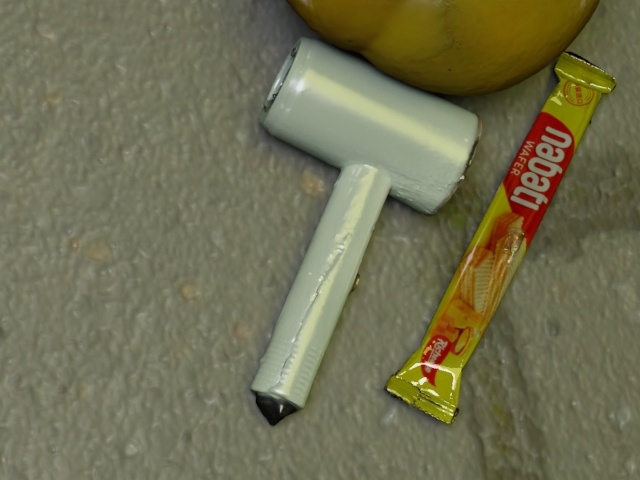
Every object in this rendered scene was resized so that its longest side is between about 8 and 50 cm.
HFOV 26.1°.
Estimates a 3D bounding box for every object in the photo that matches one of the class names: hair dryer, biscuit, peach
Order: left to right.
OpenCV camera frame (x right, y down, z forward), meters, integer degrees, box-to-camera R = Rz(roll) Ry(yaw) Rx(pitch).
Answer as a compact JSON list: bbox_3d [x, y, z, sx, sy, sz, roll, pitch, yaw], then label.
[{"bbox_3d":[0.000,0.000,0.862,0.131,0.073,0.236,25,76,-11],"label":"hair dryer"},{"bbox_3d":[0.070,-0.205,0.883,0.251,0.153,0.251,11,62,-22],"label":"peach"},{"bbox_3d":[0.125,-0.008,0.925,0.048,0.026,0.292,25,65,9],"label":"biscuit"}]
